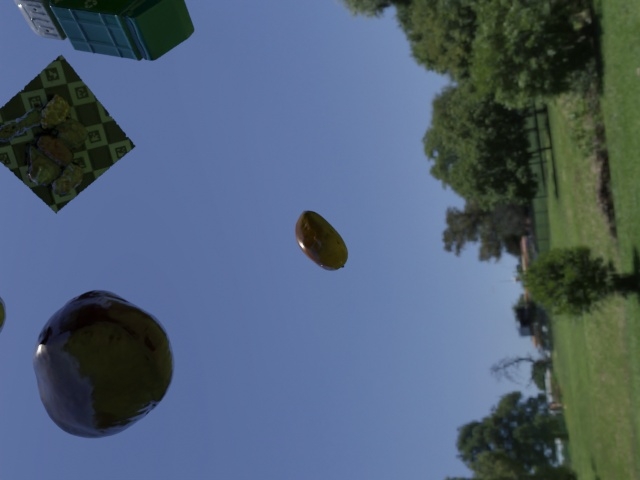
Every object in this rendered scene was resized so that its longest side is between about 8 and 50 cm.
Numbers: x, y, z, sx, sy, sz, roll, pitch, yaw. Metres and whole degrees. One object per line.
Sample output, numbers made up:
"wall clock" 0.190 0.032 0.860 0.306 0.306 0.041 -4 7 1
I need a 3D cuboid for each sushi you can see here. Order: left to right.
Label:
"sushi" -0.650 -0.257 1.663 0.292 0.059 0.294 -47 -59 -14

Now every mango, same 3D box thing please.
"mango" 0.000 0.000 1.051 0.114 0.060 0.080 50 -171 25

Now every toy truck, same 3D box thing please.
"toy truck" -0.305 -0.334 0.933 0.114 0.254 0.124 78 -153 -58

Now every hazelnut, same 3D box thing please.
"hazelnut" -0.336 0.195 1.047 0.229 0.230 0.229 -7 -90 -67

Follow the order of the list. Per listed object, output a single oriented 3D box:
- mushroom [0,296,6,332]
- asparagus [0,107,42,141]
"mushroom" -0.646 0.110 1.010 0.122 0.329 0.159 71 -165 -61
"asparagus" -0.577 -0.218 1.265 0.030 0.036 0.165 31 -159 -10
